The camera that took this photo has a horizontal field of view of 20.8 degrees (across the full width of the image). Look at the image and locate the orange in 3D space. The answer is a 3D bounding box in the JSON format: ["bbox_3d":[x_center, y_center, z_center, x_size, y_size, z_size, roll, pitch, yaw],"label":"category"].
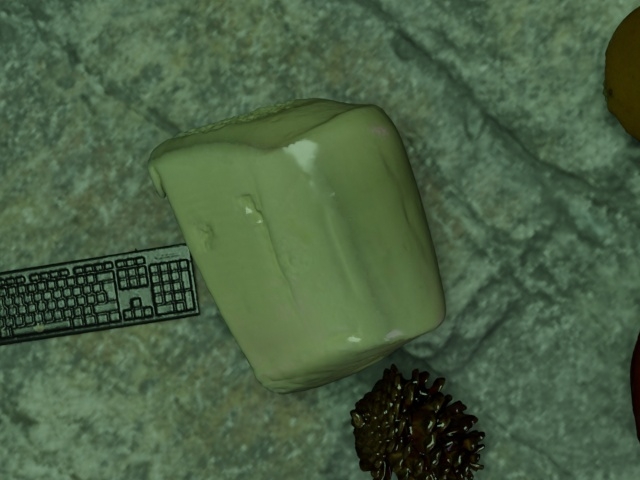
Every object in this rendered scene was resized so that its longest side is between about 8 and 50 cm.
[{"bbox_3d":[0.300,-0.136,1.347,0.160,0.112,0.170,18,78,10],"label":"orange"}]

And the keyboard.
[{"bbox_3d":[-0.201,0.046,1.459,0.198,0.010,0.064,-9,87,8],"label":"keyboard"}]

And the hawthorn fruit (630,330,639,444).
[{"bbox_3d":[0.355,0.094,1.257,0.258,0.258,0.262,26,63,10],"label":"hawthorn fruit"}]

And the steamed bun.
[{"bbox_3d":[0.000,0.000,1.370,0.200,0.170,0.226,-10,103,39],"label":"steamed bun"}]

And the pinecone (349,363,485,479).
[{"bbox_3d":[0.075,0.156,1.369,0.109,0.102,0.102,43,93,-1],"label":"pinecone"}]
